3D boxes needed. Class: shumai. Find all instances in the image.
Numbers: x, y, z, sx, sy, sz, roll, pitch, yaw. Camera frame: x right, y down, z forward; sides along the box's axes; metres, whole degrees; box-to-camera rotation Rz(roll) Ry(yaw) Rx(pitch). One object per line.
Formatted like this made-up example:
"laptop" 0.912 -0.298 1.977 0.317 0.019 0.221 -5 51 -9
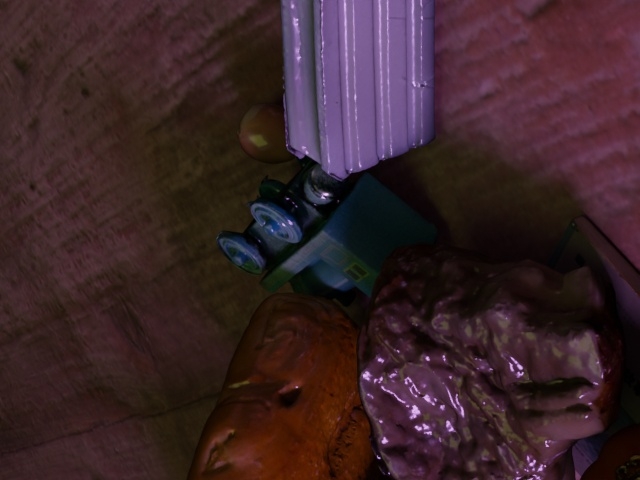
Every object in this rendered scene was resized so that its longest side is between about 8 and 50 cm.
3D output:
"shumai" 0.204 0.134 1.535 0.283 0.217 0.346 -29 76 32

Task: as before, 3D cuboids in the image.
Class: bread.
"bread" -0.006 0.268 1.774 0.148 0.328 0.337 -2 135 28

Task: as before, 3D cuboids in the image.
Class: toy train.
"toy train" 0.000 0.000 1.773 0.194 0.120 0.298 38 159 -5

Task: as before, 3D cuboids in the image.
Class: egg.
"egg" -0.058 -0.127 1.829 0.083 0.071 0.071 26 136 22

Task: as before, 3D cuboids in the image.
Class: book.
"book" 0.280 0.130 1.561 0.215 0.025 0.282 50 149 23

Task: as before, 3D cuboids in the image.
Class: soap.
"soap" 0.038 -0.196 1.554 0.094 0.150 0.261 40 143 42

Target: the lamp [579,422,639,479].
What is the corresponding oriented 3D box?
"lamp" 0.338 0.263 1.402 0.223 0.223 0.196 36 -177 37
